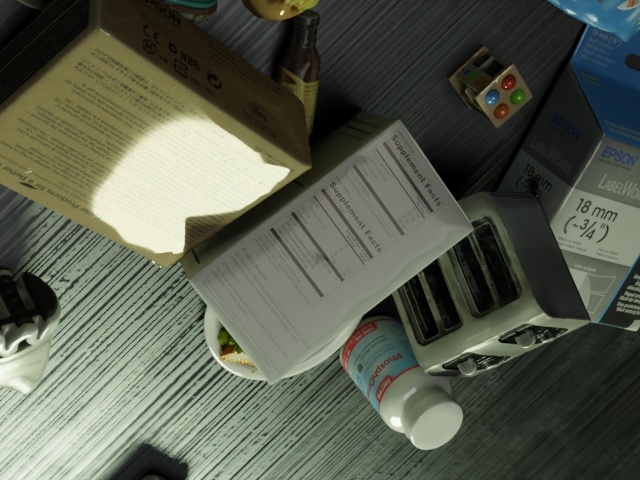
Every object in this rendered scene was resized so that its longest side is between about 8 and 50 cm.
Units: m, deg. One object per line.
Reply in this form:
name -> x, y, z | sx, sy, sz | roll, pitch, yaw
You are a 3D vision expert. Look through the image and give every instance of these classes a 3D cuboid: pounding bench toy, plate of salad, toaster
pounding bench toy -> 0.187, -0.151, 1.089 | 0.052, 0.065, 0.083 | -43, 131, 1
plate of salad -> -0.030, 0.077, 1.129 | 0.200, 0.048, 0.199 | -14, 125, -20
toaster -> 0.173, 0.040, 1.110 | 0.168, 0.185, 0.110 | -31, 159, 35

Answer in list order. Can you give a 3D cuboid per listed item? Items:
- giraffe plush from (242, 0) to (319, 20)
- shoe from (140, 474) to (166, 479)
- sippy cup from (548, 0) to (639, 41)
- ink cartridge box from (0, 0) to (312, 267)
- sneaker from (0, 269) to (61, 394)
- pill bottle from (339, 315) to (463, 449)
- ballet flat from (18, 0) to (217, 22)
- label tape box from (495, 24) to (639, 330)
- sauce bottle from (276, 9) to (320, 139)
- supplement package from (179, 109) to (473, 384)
giraffe plush -> 0.009, -0.296, 0.851 | 0.210, 0.181, 0.170 | -22, 107, -2
shoe -> -0.213, 0.355, 1.196 | 0.081, 0.063, 0.178 | 37, 94, -35
sippy cup -> 0.284, -0.318, 0.948 | 0.305, 0.240, 0.224 | 33, 117, 0
ink cartridge box -> -0.156, -0.094, 0.877 | 0.193, 0.088, 0.235 | -31, 137, 29
sneaker -> -0.380, 0.112, 0.926 | 0.292, 0.110, 0.118 | -6, 131, -25
pill bottle -> 0.092, 0.161, 1.176 | 0.087, 0.160, 0.087 | -14, 125, -21
ballet flat -> -0.195, -0.213, 0.842 | 0.221, 0.077, 0.079 | 16, 129, -30
label tape box -> 0.345, -0.070, 1.204 | 0.241, 0.106, 0.333 | 12, 114, -35
sauce bottle -> -0.022, -0.155, 0.988 | 0.042, 0.042, 0.128 | -7, 120, -25
supplement package -> 0.000, 0.000, 1.011 | 0.244, 0.139, 0.134 | -37, 106, -3
